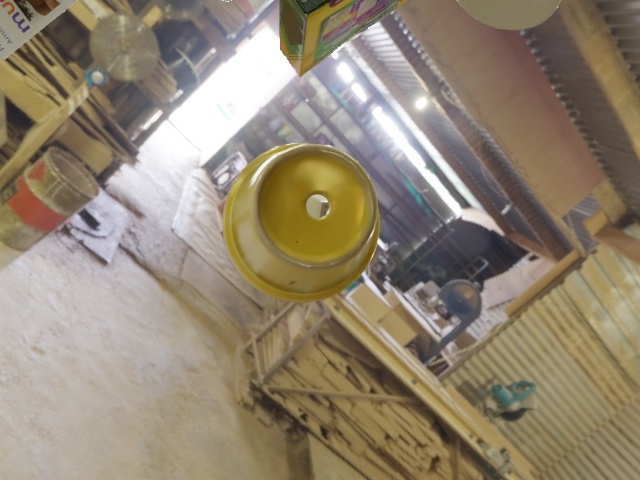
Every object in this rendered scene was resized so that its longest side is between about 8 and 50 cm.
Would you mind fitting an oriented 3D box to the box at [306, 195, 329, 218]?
[{"bbox_3d":[0.000,0.000,1.467,0.113,0.275,0.094,-10,28,-37],"label":"box"}]

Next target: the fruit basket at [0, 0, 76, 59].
[{"bbox_3d":[-0.384,-0.458,0.616,0.327,0.165,0.353,63,33,-41],"label":"fruit basket"}]

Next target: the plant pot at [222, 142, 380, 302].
[{"bbox_3d":[-0.020,-0.033,0.755,0.254,0.254,0.239,47,-9,-2],"label":"plant pot"}]

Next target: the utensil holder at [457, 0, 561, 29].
[{"bbox_3d":[0.560,-0.816,1.356,0.327,0.386,0.327,27,-10,5],"label":"utensil holder"}]

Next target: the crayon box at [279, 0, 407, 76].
[{"bbox_3d":[0.074,-0.572,1.174,0.106,0.362,0.313,53,-6,-1],"label":"crayon box"}]
